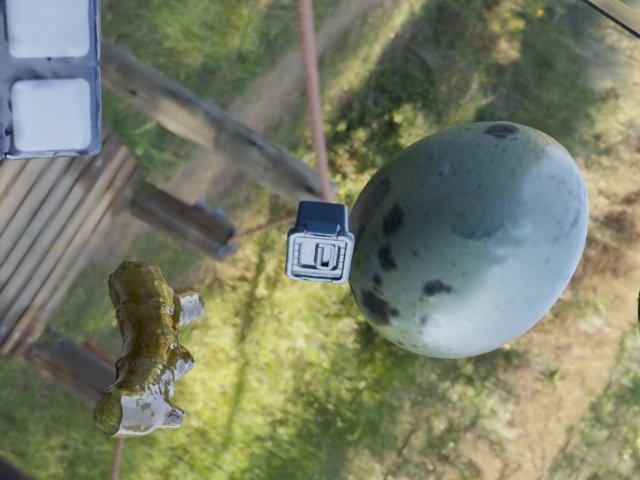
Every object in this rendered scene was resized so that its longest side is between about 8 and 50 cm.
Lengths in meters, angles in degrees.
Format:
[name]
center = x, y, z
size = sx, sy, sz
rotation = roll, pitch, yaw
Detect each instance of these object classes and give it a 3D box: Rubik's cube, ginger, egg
[Rubik's cube]
center = -0.390, -0.268, 1.081
size = 0.305, 0.301, 0.304
rotation = -124, -146, -54
[ginger]
center = -0.187, 0.112, 1.119
size = 0.299, 0.118, 0.065
rotation = -91, -153, -62
[egg]
center = 0.226, -0.006, 1.655
size = 0.428, 0.345, 0.345
rotation = -49, 177, 34

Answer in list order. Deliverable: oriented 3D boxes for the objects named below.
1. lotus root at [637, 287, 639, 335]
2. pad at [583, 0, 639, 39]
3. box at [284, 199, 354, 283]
[lotus root]
center = 0.438, 0.124, 1.112
size = 0.183, 0.182, 0.310
rotation = -50, 126, -42
[pad]
center = 0.303, -0.119, 0.791
size = 0.247, 0.367, 0.007
rotation = 2, 126, -51
[box]
center = 0.000, 0.000, 1.197
size = 0.099, 0.074, 0.054
rotation = 97, 0, -54
